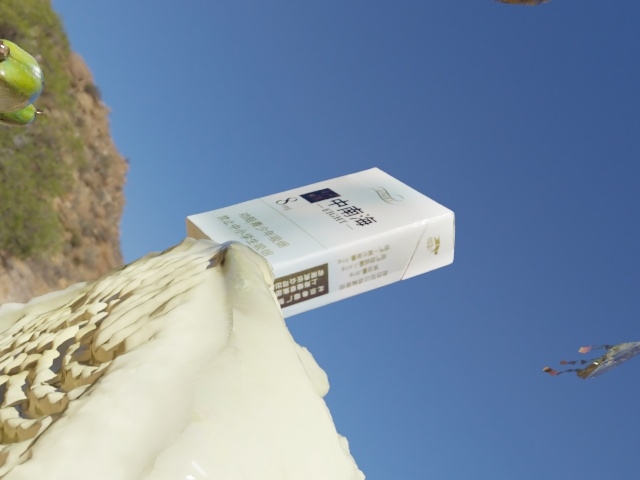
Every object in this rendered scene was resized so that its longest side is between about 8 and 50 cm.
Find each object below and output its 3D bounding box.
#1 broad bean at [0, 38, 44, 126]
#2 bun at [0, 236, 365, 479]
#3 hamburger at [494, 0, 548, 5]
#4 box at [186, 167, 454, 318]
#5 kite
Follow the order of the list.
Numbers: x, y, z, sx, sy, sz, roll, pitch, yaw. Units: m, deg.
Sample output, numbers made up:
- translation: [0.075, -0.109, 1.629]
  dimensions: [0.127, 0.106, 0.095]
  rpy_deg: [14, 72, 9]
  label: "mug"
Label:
- translation: [-0.269, -0.131, 0.764]
  dimensions: [0.213, 0.070, 0.048]
  rpy_deg: [170, -71, -75]
  label: "broad bean"
- translation: [-0.131, 0.159, 0.453]
  dimensions: [0.202, 0.364, 0.364]
  rpy_deg: [62, -19, -16]
  label: "bun"
- translation: [0.179, -0.378, 0.936]
  dimensions: [0.284, 0.304, 0.174]
  rpy_deg: [11, -47, 6]
  label: "hamburger"
- translation: [0.000, 0.000, 0.952]
  dimensions: [0.155, 0.243, 0.067]
  rpy_deg: [39, -42, 51]
  label: "box"
- translation: [0.442, 0.189, 1.430]
  dimensions: [0.141, 0.245, 0.015]
  rpy_deg: [-44, -123, 31]
  label: "kite"
